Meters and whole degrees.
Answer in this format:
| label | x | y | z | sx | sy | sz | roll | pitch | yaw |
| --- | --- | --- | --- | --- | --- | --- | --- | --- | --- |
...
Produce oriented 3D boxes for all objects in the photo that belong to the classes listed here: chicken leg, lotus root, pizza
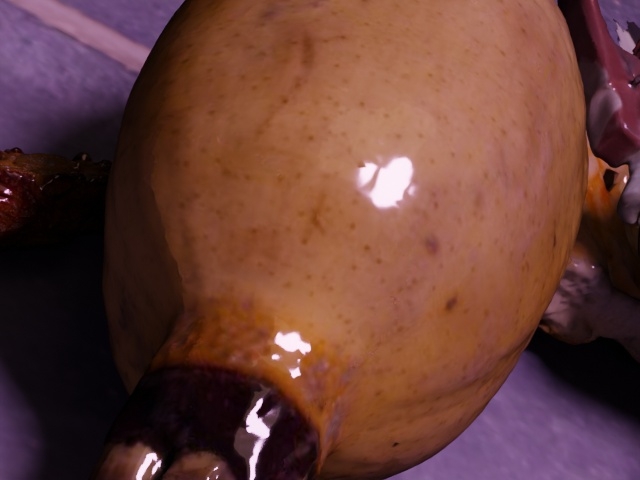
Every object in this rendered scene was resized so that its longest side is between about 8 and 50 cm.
| label | x | y | z | sx | sy | sz | roll | pitch | yaw |
| --- | --- | --- | --- | --- | --- | --- | --- | --- | --- |
| chicken leg | -0.124 | -0.018 | 0.717 | 0.145 | 0.037 | 0.062 | -7 | 29 | -46 |
| lotus root | 0.000 | 0.000 | 0.673 | 0.183 | 0.183 | 0.310 | 32 | 37 | -4 |
| pizza | 0.164 | -0.010 | 0.924 | 0.297 | 0.071 | 0.189 | 19 | 32 | -32 |

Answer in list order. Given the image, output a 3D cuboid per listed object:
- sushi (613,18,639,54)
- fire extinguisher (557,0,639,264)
| label | x | y | z | sx | sy | sz | roll | pitch | yaw |
| --- | --- | --- | --- | --- | --- | --- | --- | --- | --- |
| sushi | 0.266 | -0.030 | 0.956 | 0.279 | 0.043 | 0.192 | 6 | 59 | -45 |
| fire extinguisher | 0.224 | 0.004 | 0.820 | 0.337 | 0.106 | 0.147 | 35 | 40 | -19 |
